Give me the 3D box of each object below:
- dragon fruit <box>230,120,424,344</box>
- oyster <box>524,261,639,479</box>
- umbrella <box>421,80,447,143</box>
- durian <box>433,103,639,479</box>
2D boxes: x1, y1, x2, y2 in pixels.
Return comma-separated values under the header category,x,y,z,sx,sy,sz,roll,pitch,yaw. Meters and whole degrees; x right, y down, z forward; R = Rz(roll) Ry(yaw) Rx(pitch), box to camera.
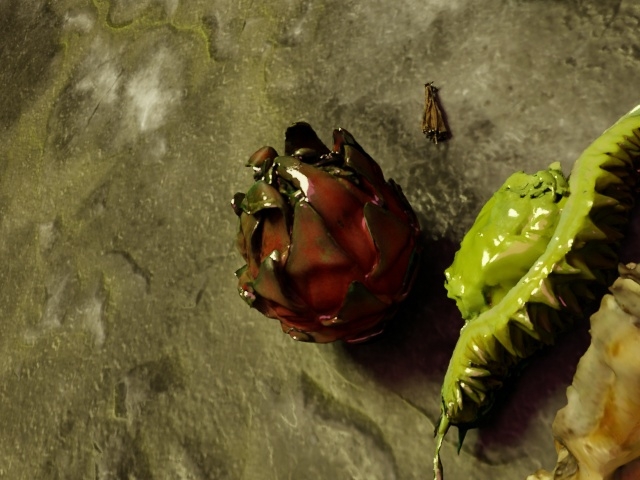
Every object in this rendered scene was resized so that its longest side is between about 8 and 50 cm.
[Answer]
category,x,y,z,sx,sy,sz,roll,pitch,yaw
dragon fruit,0.005,0.004,0.675,0.182,0.188,0.182,-13,68,36
oyster,0.177,0.135,0.408,0.133,0.337,0.198,10,64,-5
umbrella,0.113,-0.129,0.778,0.020,0.031,0.083,133,146,-54
durian,0.169,0.020,0.598,0.375,0.106,0.132,-53,41,-5
